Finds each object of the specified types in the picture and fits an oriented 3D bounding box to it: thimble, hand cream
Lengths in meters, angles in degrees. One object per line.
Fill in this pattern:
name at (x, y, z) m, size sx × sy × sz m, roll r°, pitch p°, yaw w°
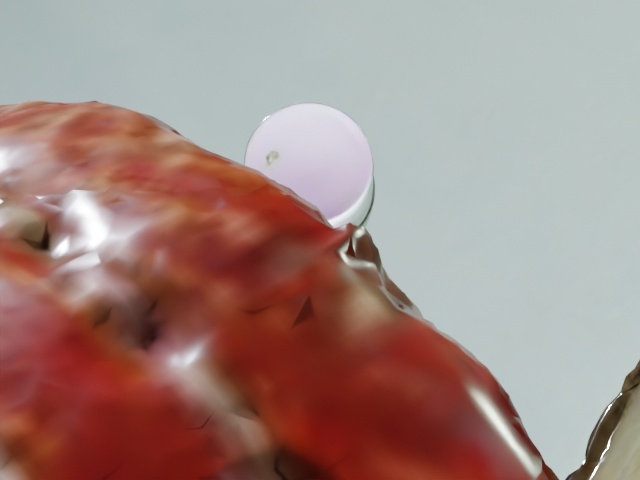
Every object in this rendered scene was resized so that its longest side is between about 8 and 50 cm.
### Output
thimble at (-0.083, 0.138, 0.472) m, size 0.231 × 0.350 × 0.350 m, roll -31°, pitch 71°, yaw -25°
hand cream at (0.000, 0.000, 1.133) m, size 0.070 × 0.312 × 0.111 m, roll 2°, pitch 78°, yaw 3°

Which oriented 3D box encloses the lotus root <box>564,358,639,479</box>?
lotus root at (0.212, -0.013, 0.564) m, size 0.111 × 0.375 × 0.390 m, roll 34°, pitch 75°, yaw 2°
